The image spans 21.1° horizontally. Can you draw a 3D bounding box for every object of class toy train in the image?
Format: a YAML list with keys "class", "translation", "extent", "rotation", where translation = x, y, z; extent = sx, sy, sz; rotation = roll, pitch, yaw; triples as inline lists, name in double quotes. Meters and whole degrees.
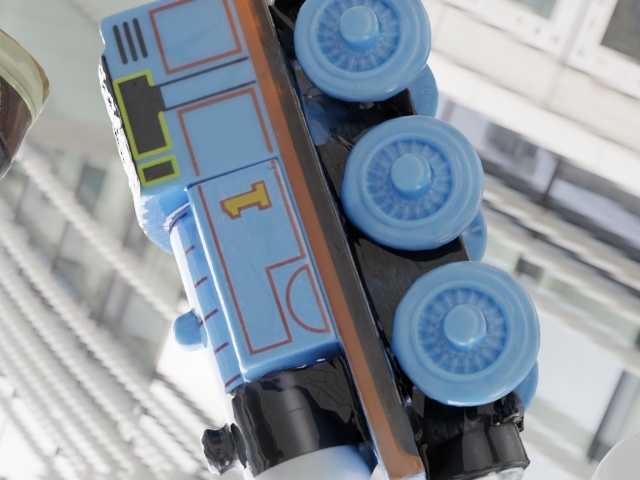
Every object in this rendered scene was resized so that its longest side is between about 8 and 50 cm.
- class: "toy train"
  translation: [0.000, 0.000, 0.527]
  extent: [0.105, 0.184, 0.080]
  rotation: [-18, 162, 1]

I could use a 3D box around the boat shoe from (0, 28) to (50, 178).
- class: "boat shoe"
  translation: [-0.154, -0.068, 0.542]
  extent: [0.152, 0.056, 0.049]
  rotation: [31, -130, -27]

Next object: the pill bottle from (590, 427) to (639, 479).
- class: "pill bottle"
  translation: [0.240, 0.161, 0.874]
  extent: [0.208, 0.119, 0.119]
  rotation: [19, -165, -33]
